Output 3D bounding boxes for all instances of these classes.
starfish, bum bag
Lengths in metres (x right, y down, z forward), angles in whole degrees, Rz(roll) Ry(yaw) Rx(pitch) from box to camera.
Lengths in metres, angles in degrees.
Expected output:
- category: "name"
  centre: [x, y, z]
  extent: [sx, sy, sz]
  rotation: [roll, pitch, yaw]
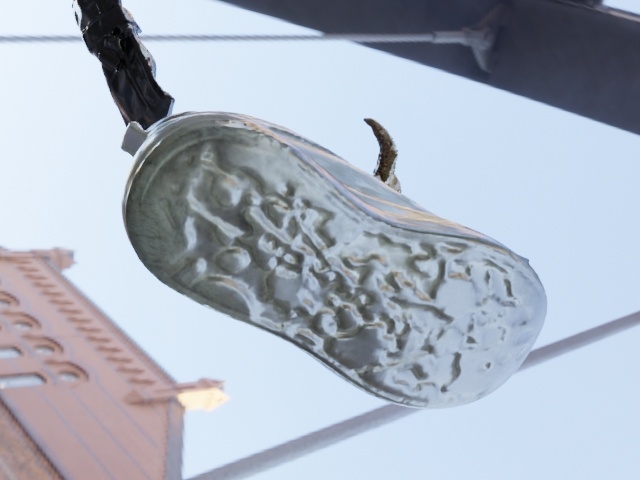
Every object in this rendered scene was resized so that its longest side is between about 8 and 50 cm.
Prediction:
- category: "starfish"
  centre: [0.080, -0.064, 1.323]
  extent: [0.071, 0.238, 0.216]
  rotation: [9, -71, 11]
- category: "bum bag"
  centre: [-0.294, -0.274, 1.312]
  extent: [0.137, 0.074, 0.310]
  rotation: [-46, -116, 51]

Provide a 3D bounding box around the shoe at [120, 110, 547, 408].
- category: "shoe"
  centre: [0.000, 0.000, 0.583]
  extent: [0.124, 0.316, 0.159]
  rotation: [-57, -144, 5]
